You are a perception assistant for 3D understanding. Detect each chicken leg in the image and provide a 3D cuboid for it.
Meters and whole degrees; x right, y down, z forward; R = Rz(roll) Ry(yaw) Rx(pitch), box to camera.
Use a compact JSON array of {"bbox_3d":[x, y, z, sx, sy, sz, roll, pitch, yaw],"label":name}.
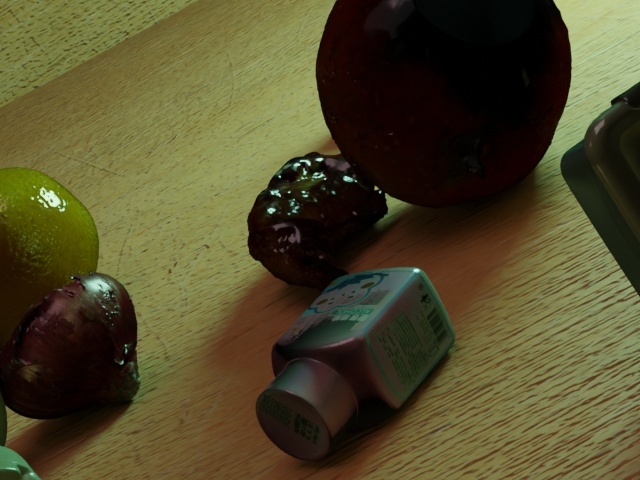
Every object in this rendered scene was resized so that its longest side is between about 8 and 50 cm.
[{"bbox_3d":[0.000,0.000,2.041,0.158,0.096,0.407,-7,23,2],"label":"chicken leg"}]

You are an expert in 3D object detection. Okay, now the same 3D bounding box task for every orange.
[{"bbox_3d":[-0.385,0.022,2.322,0.236,0.236,0.236,-25,19,9],"label":"orange"}]

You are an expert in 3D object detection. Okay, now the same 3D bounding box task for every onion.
[{"bbox_3d":[-0.261,0.125,2.011,0.184,0.147,0.184,-45,-21,-23],"label":"onion"}]

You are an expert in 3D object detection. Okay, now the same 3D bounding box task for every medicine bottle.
[{"bbox_3d":[0.024,0.111,1.696,0.119,0.094,0.188,-8,27,42],"label":"medicine bottle"}]

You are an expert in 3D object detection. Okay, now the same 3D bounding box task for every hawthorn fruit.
[{"bbox_3d":[0.132,-0.188,2.010,0.316,0.316,0.316,-25,19,9],"label":"hawthorn fruit"}]

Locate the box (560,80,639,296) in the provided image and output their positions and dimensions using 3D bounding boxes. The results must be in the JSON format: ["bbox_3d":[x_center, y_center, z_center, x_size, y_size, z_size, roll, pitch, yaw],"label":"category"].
[{"bbox_3d":[0.304,-0.029,1.486,0.162,0.227,0.130,-35,5,-17],"label":"box"}]

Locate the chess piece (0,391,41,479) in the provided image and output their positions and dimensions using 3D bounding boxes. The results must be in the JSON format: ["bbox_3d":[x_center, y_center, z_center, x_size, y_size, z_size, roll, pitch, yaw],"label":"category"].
[{"bbox_3d":[-0.366,0.227,1.840,0.195,0.194,0.299,-34,28,-17],"label":"chess piece"}]
